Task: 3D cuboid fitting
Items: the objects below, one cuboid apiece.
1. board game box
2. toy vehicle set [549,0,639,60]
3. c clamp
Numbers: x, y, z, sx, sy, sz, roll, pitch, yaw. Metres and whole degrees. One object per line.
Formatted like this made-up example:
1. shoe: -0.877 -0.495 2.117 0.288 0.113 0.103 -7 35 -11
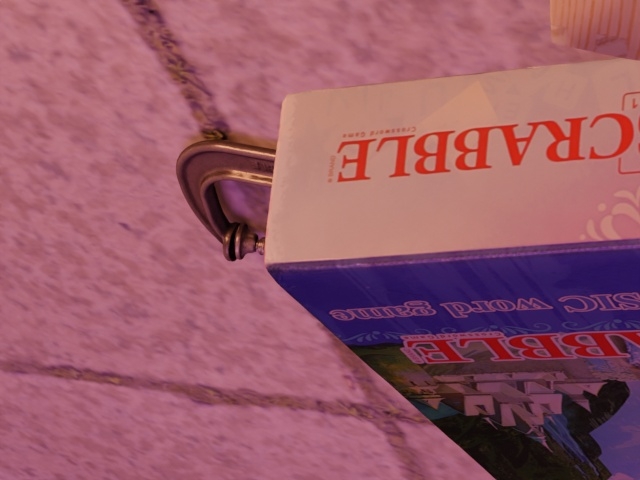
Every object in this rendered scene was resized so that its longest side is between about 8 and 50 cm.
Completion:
1. board game box: 0.191 0.035 0.654 0.318 0.066 0.318 -4 154 26
2. toy vehicle set: 0.105 -0.190 0.437 0.035 0.267 0.166 14 147 17
3. c clamp: 0.000 0.000 1.045 0.160 0.022 0.137 15 148 15
